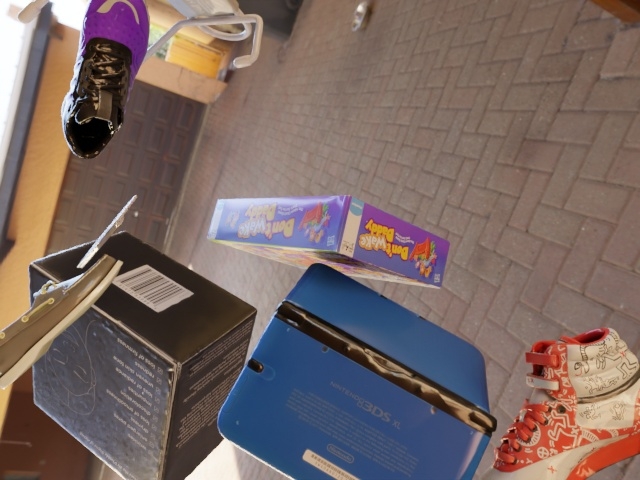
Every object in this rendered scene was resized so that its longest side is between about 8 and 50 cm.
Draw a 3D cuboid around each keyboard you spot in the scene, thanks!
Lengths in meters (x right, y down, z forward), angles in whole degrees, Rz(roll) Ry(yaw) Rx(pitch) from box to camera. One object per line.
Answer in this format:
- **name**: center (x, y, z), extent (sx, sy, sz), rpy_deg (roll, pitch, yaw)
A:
- **keyboard**: center (-0.429, -0.013, 0.967), extent (0.256, 0.014, 0.072), rpy_deg (-30, 35, 44)

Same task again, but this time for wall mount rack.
- **wall mount rack**: center (-0.276, -0.367, 0.780), extent (0.304, 0.350, 0.131), rpy_deg (5, 82, 23)

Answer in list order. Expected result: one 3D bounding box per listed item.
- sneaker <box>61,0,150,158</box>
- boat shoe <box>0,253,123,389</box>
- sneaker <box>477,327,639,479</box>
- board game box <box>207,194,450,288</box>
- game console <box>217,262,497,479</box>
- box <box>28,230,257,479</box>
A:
- **sneaker**: center (-0.343, -0.253, 0.778), extent (0.293, 0.102, 0.146), rpy_deg (-56, 39, 32)
- **boat shoe**: center (-0.511, 0.134, 0.919), extent (0.305, 0.091, 0.109), rpy_deg (-49, 11, -16)
- **sneaker**: center (0.252, 0.204, 0.556), extent (0.145, 0.270, 0.090), rpy_deg (63, 176, 7)
- **board game box**: center (0.000, 0.000, 0.812), extent (0.347, 0.233, 0.078), rpy_deg (4, 78, 50)
- **game console**: center (0.058, 0.192, 0.640), extent (0.250, 0.293, 0.173), rpy_deg (-61, -5, -8)
- **box**: center (-0.469, 0.307, 1.255), extent (0.297, 0.479, 0.472), rpy_deg (-30, -37, -56)
